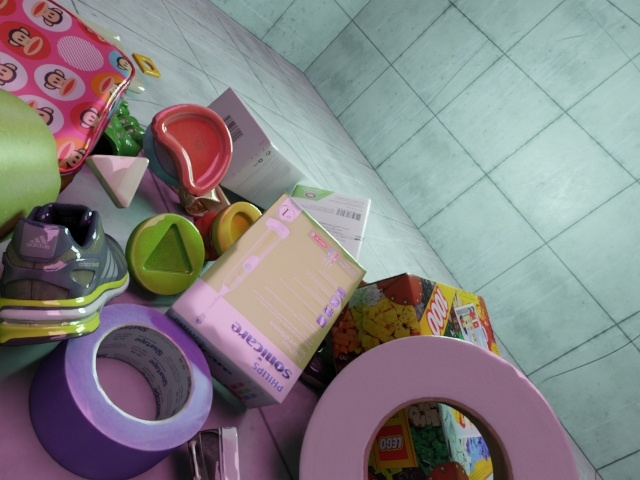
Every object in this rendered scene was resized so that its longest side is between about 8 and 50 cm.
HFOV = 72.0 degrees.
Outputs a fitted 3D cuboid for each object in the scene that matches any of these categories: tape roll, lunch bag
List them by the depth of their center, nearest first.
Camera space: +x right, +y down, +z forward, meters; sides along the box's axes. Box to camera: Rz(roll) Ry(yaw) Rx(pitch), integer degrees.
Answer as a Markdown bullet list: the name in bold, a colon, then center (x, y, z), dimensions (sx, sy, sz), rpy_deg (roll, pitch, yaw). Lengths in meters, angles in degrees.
- **tape roll**: center (-0.231, 0.176, 0.532), dimensions (0.189, 0.080, 0.189), rpy_deg (41, 22, -21)
- **tape roll**: center (0.162, 0.337, 0.639), dimensions (0.392, 0.392, 0.072), rpy_deg (56, -9, 17)
- **lunch bag**: center (-0.442, -0.231, 0.642), dimensions (0.258, 0.120, 0.293), rpy_deg (32, 49, -28)

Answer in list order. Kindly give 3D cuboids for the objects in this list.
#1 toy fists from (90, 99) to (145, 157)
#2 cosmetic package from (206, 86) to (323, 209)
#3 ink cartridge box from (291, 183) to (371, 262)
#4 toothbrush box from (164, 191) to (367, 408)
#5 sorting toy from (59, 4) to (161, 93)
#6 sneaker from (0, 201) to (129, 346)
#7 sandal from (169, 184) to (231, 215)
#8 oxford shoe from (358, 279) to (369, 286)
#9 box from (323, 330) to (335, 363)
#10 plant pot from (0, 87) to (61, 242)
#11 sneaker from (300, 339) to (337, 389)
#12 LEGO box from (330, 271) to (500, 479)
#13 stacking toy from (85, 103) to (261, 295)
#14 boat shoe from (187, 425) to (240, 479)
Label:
- **toy fists**: center (-0.453, -0.259, 0.816), dimensions (0.279, 0.096, 0.142), rpy_deg (40, 22, -19)
- **cosmetic package**: center (-0.148, -0.200, 1.133), dimensions (0.197, 0.155, 0.365), rpy_deg (55, 8, 21)
- **ink cartridge box**: center (0.000, 0.000, 1.042), dimensions (0.198, 0.115, 0.273), rpy_deg (13, 40, 5)
- **toothbrush box**: center (-0.085, 0.092, 0.725), dimensions (0.206, 0.122, 0.283), rpy_deg (44, 51, -8)
- **sorting toy**: center (-0.531, -0.442, 1.048), dimensions (0.347, 0.047, 0.196), rpy_deg (6, 52, -60)
- **sneaker**: center (-0.285, 0.014, 0.519), dimensions (0.111, 0.121, 0.300), rpy_deg (6, 9, -21)
- **sandal**: center (-0.249, -0.083, 0.928), dimensions (0.240, 0.088, 0.079), rpy_deg (49, 14, -15)
- **oxford shoe**: center (0.060, 0.141, 1.168), dimensions (0.348, 0.123, 0.130), rpy_deg (27, -16, -25)
- **box**: center (0.041, 0.203, 1.008), dimensions (0.102, 0.087, 0.101), rpy_deg (51, 21, 3)
- **plant pot**: center (-0.399, -0.066, 0.410), dimensions (0.276, 0.276, 0.254), rpy_deg (46, 10, -8)
- **sneaker**: center (-0.021, 0.180, 0.872), dimensions (0.227, 0.130, 0.087), rpy_deg (55, 23, 9)
- **LEGO box**: center (0.246, 0.299, 0.959), dimensions (0.500, 0.193, 0.372), rpy_deg (18, 57, -54)
- **stacking toy**: center (-0.260, -0.063, 0.773), dimensions (0.279, 0.130, 0.309), rpy_deg (-36, 117, -45)
- **boat shoe**: center (-0.125, 0.329, 0.503), dimensions (0.070, 0.078, 0.219), rpy_deg (0, 46, -17)
